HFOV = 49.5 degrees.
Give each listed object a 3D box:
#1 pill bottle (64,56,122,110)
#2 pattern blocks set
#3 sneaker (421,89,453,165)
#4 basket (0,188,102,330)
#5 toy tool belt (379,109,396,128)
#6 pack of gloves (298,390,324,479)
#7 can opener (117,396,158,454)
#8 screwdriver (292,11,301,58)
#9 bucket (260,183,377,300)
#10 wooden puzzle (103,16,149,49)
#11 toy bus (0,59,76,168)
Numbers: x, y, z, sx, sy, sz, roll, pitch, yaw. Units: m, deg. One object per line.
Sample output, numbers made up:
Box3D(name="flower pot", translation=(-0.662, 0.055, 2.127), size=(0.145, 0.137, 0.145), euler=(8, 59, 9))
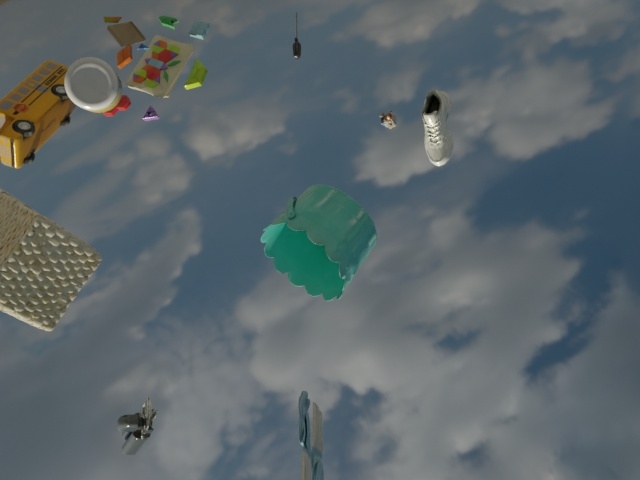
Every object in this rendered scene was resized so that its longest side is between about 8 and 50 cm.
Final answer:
Box3D(name="pill bottle", translation=(-0.530, -0.362, 1.636), size=(0.117, 0.117, 0.215), euler=(-33, -167, -6))
Box3D(name="pattern blocks set", translation=(-0.440, -0.473, 1.891), size=(0.285, 0.026, 0.324), euler=(9, -108, 17))
Box3D(name="sneaker", translation=(0.336, -0.339, 2.073), size=(0.090, 0.232, 0.115), euler=(-6, 175, 29))
Box3D(name="basket", translation=(-0.943, 0.074, 2.211), size=(0.266, 0.331, 0.328), euler=(23, -106, 33))
Box3D(name="toy tool belt", translation=(0.206, -0.378, 2.183), size=(0.051, 0.052, 0.083), euler=(-4, 173, 20))
Box3D(name="pack of gloves", translation=(-0.033, 0.436, 1.422), size=(0.046, 0.195, 0.232), euler=(-9, -125, 10))
Box3D(name="can opener", translation=(-0.458, 0.457, 1.703), size=(0.280, 0.093, 0.074), euler=(124, -34, -53))
Box3D(name="screwdriver", translation=(-0.070, -0.577, 1.950), size=(0.025, 0.024, 0.170), euler=(-17, -120, 18))
Box3D(name="bucket", translation=(0.000, 0.000, 1.820), size=(0.281, 0.281, 0.183), euler=(5, -134, 46))
Box3D(name="wooden puzzle", translation=(-0.479, -0.509, 1.712), size=(0.079, 0.116, 0.014), euler=(-24, 163, -38))
Box3D(name="toy bus", translation=(-0.739, -0.331, 1.793), size=(0.130, 0.108, 0.332), euler=(22, -136, -1))
